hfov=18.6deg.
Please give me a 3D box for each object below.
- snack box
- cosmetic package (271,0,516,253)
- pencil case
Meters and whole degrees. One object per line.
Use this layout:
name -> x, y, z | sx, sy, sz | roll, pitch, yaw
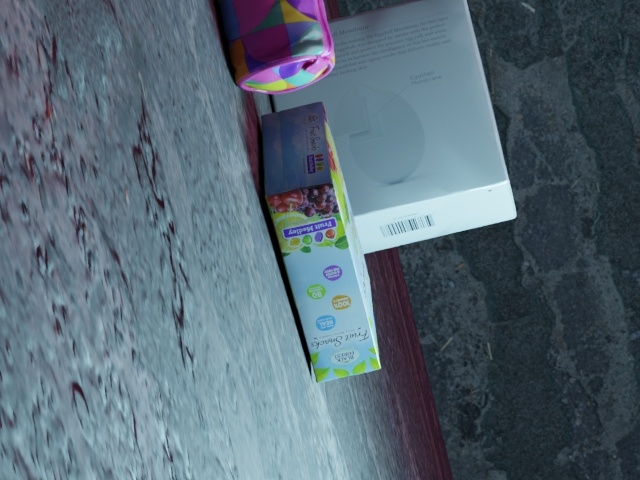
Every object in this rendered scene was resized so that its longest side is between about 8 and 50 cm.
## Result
snack box -> 0.000, 0.000, 1.845 | 0.174, 0.070, 0.207 | -95, 173, -60
cosmetic package -> 0.072, -0.119, 2.070 | 0.138, 0.224, 0.225 | 60, 18, -72
pencil case -> -0.051, -0.253, 1.765 | 0.104, 0.104, 0.236 | 48, 30, -80
